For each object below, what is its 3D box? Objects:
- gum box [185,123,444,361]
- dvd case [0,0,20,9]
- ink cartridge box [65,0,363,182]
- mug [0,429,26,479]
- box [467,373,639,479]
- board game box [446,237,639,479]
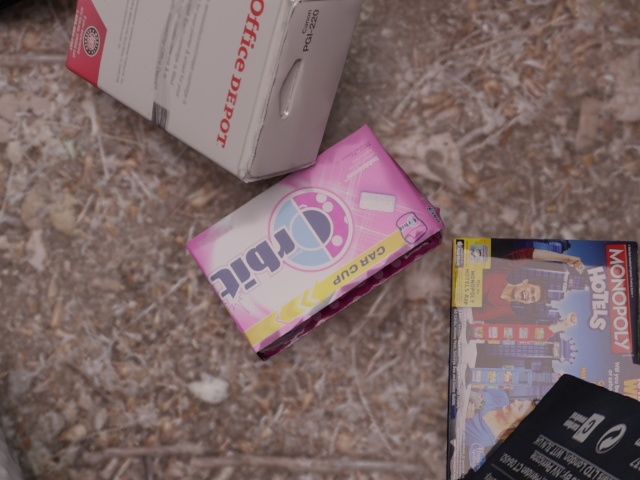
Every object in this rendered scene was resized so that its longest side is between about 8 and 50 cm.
[{"bbox_3d":[0.000,0.000,1.019,0.188,0.062,0.107,-34,77,-2],"label":"gum box"},{"bbox_3d":[-0.278,-0.322,1.086,0.180,0.022,0.253,-12,75,39],"label":"dvd case"},{"bbox_3d":[-0.087,-0.166,0.984,0.218,0.092,0.159,34,121,31],"label":"ink cartridge box"},{"bbox_3d":[-0.328,0.293,0.876,0.276,0.374,0.328,-9,49,-39],"label":"mug"},{"bbox_3d":[0.198,0.421,0.732,0.480,0.297,0.472,44,84,-9],"label":"box"},{"bbox_3d":[0.198,0.099,0.982,0.194,0.060,0.194,2,79,5],"label":"board game box"}]
